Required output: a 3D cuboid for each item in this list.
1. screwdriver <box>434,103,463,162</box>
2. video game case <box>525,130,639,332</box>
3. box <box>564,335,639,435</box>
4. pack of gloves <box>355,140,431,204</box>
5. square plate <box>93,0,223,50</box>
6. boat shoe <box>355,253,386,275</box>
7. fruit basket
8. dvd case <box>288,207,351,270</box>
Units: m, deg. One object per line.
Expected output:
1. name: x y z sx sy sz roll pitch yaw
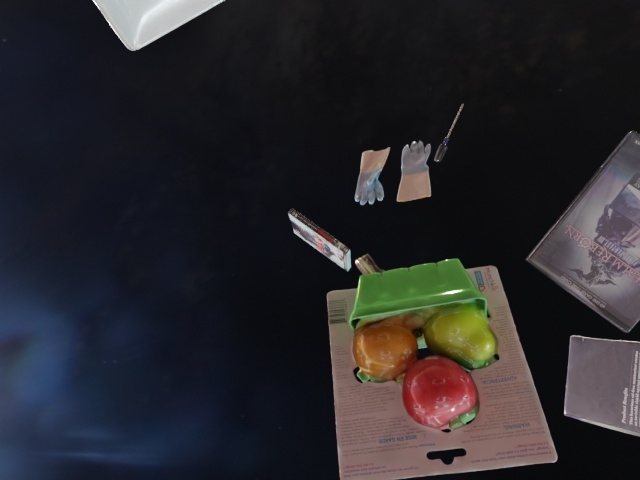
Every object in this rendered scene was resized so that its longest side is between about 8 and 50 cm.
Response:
1. screwdriver: 0.342 -0.283 1.327 0.024 0.169 0.025 33 -147 20
2. video game case: 0.509 -0.015 0.832 0.196 0.026 0.274 38 -85 12
3. box: 0.707 0.306 0.986 0.297 0.294 0.182 16 -101 -21
4. pack of gloves: 0.182 -0.187 1.288 0.195 0.046 0.232 -10 -137 22
5. square plate: -0.181 -0.447 0.655 0.347 0.344 0.049 -32 -106 -3
6. boat shoe: 0.159 0.098 1.367 0.049 0.056 0.152 -37 -105 -15
7. fruit basket: 0.182 0.217 0.868 0.327 0.165 0.352 -12 -123 9
8. dvd case: 0.000 0.000 0.830 0.120 0.087 0.013 35 -105 15
